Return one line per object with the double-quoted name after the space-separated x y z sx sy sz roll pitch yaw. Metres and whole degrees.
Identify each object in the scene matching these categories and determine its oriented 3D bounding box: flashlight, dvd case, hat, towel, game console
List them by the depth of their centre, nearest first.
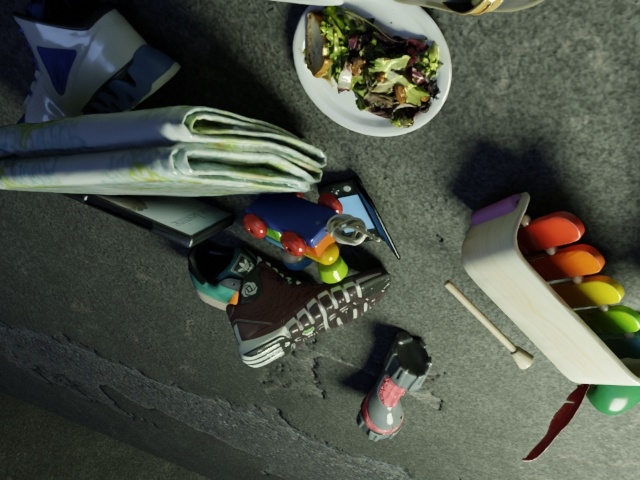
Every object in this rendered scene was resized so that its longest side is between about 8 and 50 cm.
-0.221 -0.109 0.760 0.375 0.320 0.090 0 91 27 "towel"
0.432 0.240 0.842 0.173 0.183 0.208 20 141 10 "hat"
0.057 -0.027 0.852 0.107 0.071 0.122 -9 129 28 "game console"
-0.288 -0.063 0.947 0.253 0.180 0.022 22 107 7 "dvd case"
0.150 0.311 1.153 0.103 0.103 0.304 24 142 7 "flashlight"

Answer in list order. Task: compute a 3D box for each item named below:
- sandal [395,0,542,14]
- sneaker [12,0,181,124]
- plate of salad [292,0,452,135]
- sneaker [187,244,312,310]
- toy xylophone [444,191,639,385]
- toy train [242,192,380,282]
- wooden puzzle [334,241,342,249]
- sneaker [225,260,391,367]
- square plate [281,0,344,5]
0.147 -0.254 0.558 0.180 0.049 0.072 4 137 12 "sandal"
-0.363 -0.254 0.820 0.316 0.127 0.182 -17 120 33 "sneaker"
0.055 -0.202 0.679 0.200 0.048 0.199 16 139 14 "plate of salad"
-0.121 0.084 1.054 0.302 0.108 0.121 12 143 21 "sneaker"
0.305 0.085 0.776 0.322 0.081 0.236 49 158 -12 "toy xylophone"
0.006 0.012 0.852 0.248 0.105 0.143 24 151 40 "toy train"
0.000 0.000 0.964 0.079 0.014 0.116 24 141 4 "wooden puzzle"
-0.033 0.079 0.956 0.162 0.281 0.106 55 164 32 "sneaker"
-0.156 -0.387 0.529 0.347 0.049 0.344 19 142 35 "square plate"
